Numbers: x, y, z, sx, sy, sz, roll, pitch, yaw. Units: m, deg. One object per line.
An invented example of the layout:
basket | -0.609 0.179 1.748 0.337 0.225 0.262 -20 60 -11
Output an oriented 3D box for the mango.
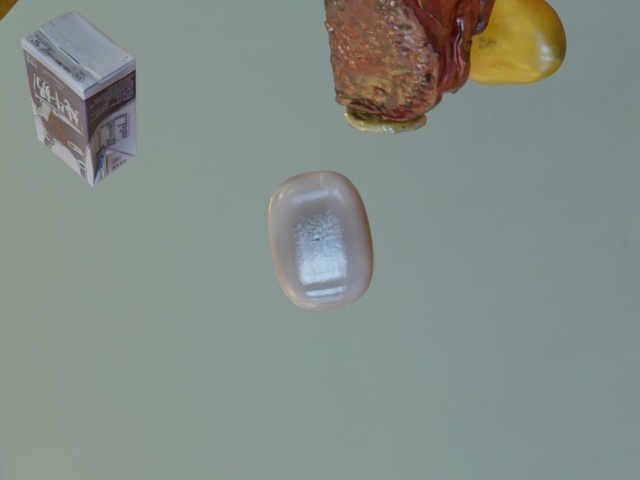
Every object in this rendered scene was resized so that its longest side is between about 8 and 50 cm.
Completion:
mango | 0.270 -0.288 1.273 0.219 0.113 0.144 36 110 51

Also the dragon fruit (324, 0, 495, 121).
dragon fruit | 0.118 -0.255 0.900 0.205 0.152 0.317 -56 -16 -14

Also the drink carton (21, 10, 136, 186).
drink carton | -0.350 -0.205 1.318 0.134 0.102 0.222 38 149 15

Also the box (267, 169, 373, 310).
box | 0.000 0.000 1.265 0.088 0.146 0.200 19 -119 -82

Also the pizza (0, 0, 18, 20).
pizza | -0.541 -0.430 1.390 0.365 0.182 0.074 -63 -13 -11

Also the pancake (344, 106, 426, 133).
pancake | 0.117 -0.227 1.583 0.158 0.158 0.028 -101 12 -58
